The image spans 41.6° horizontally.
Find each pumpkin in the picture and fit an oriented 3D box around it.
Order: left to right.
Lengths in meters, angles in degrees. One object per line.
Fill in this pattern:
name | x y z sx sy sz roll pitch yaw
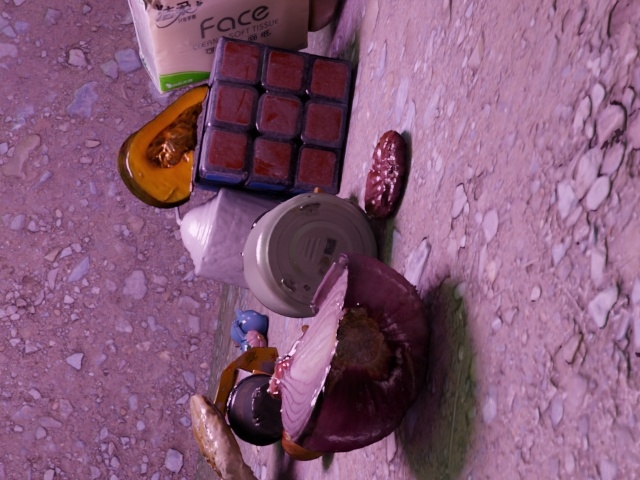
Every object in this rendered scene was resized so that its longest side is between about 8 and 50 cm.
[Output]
pumpkin | -0.307 -0.194 1.847 0.280 0.190 0.139 -39 8 -7

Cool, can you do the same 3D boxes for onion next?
onion | 0.042 0.177 1.176 0.348 0.159 0.267 134 155 -68

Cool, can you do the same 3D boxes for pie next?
pie | -0.193 0.481 1.805 0.339 0.077 0.339 51 161 26
pie | 0.107 -0.107 1.394 0.154 0.036 0.154 -169 90 -78

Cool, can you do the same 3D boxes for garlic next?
garlic | -0.004 -0.603 2.126 0.128 0.115 0.207 68 166 -2

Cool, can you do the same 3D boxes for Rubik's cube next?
Rubik's cube | -0.116 -0.254 1.906 0.301 0.305 0.303 167 113 -77

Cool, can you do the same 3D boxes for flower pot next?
flower pot | -0.110 0.358 1.799 0.107 0.157 0.157 -30 51 61

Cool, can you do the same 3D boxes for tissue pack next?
tissue pack | -0.239 -0.554 1.996 0.332 0.405 0.205 94 151 -61

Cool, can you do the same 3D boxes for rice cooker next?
rice cooker | -0.020 0.030 1.470 0.244 0.226 0.226 150 128 -72

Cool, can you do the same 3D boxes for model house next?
model house | -0.124 0.361 1.956 0.136 0.207 0.219 13 83 42

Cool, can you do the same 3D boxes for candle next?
candle | -0.165 0.004 1.870 0.221 0.342 0.221 -165 90 -80

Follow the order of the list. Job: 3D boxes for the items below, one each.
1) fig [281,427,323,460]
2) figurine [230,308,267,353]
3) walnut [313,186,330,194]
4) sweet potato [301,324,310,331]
fig | -0.012 0.363 1.516 0.125 0.089 0.089 10 91 55
figurine | -0.203 0.289 2.392 0.178 0.114 0.144 -106 25 -46
walnut | 0.002 -0.001 1.671 0.167 0.087 0.211 -85 13 -51
sweet potato | -0.020 0.204 1.773 0.115 0.026 0.026 -121 42 -64
